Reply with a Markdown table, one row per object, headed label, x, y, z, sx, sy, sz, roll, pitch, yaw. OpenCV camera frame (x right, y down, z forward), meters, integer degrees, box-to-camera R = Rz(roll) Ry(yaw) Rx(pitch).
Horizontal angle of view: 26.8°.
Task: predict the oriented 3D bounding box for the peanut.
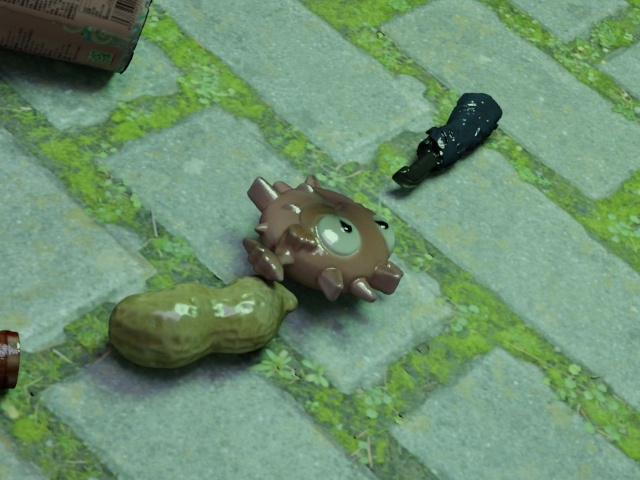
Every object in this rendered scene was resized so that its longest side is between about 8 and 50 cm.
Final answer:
| label | x | y | z | sx | sy | sz | roll | pitch | yaw |
| --- | --- | --- | --- | --- | --- | --- | --- | --- | --- |
| peanut | -0.124 | 0.085 | 1.489 | 0.228 | 0.085 | 0.104 | -7 | 32 | -29 |

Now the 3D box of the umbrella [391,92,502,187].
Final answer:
| label | x | y | z | sx | sy | sz | roll | pitch | yaw |
| --- | --- | --- | --- | --- | --- | --- | --- | --- | --- |
| umbrella | 0.172 | -0.131 | 1.855 | 0.071 | 0.071 | 0.248 | 35 | 48 | 13 |

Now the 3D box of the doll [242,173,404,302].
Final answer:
| label | x | y | z | sx | sy | sz | roll | pitch | yaw |
| --- | --- | --- | --- | --- | --- | --- | --- | --- | --- |
| doll | 0.000 | 0.000 | 1.608 | 0.211 | 0.093 | 0.262 | 44 | 31 | 22 |

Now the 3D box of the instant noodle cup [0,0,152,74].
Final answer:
| label | x | y | z | sx | sy | sz | roll | pitch | yaw |
| --- | --- | --- | --- | --- | --- | --- | --- | --- | --- |
| instant noodle cup | -0.339 | -0.340 | 1.722 | 0.231 | 0.243 | 0.243 | 15 | 43 | -18 |

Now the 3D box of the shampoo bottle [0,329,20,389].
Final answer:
| label | x | y | z | sx | sy | sz | roll | pitch | yaw |
| --- | --- | --- | --- | --- | --- | --- | --- | --- | --- |
| shampoo bottle | -0.435 | 0.114 | 1.342 | 0.260 | 0.064 | 0.102 | 4 | 46 | -19 |
